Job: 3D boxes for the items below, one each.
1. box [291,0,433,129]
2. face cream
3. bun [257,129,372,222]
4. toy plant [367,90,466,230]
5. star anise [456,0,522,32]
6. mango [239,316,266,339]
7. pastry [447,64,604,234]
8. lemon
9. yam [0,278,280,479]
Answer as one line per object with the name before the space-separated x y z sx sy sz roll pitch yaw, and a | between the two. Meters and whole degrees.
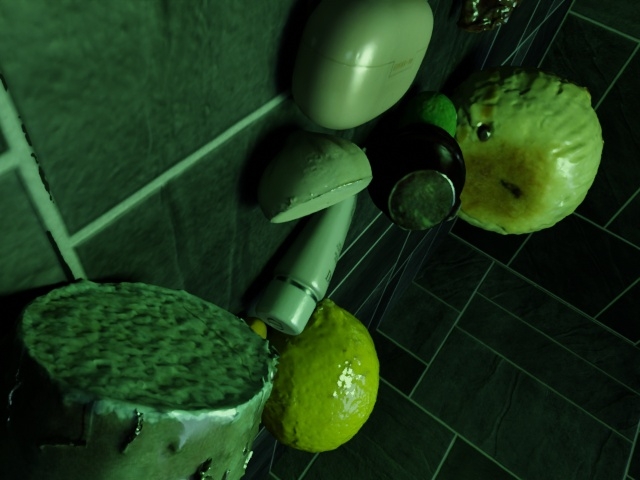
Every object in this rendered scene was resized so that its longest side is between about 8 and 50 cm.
box | 0.048 -0.197 0.529 0.200 0.088 0.146 -41 157 -46
face cream | 0.000 0.000 0.809 0.143 0.089 0.315 88 27 -63
bun | -0.015 -0.083 0.577 0.138 0.094 0.138 -25 180 0
toy plant | 0.167 -0.137 0.876 0.218 0.175 0.235 -58 -162 33
star anise | 0.297 -0.428 0.759 0.190 0.125 0.220 -48 165 -15
mango | -0.132 0.169 0.732 0.098 0.075 0.190 -48 174 31
pastry | 0.434 -0.212 1.133 0.312 0.388 0.389 -45 160 -44
lemon | -0.007 0.260 0.968 0.253 0.253 0.311 -22 126 -63
yam | -0.188 0.211 0.420 0.348 0.241 0.241 -63 163 17
